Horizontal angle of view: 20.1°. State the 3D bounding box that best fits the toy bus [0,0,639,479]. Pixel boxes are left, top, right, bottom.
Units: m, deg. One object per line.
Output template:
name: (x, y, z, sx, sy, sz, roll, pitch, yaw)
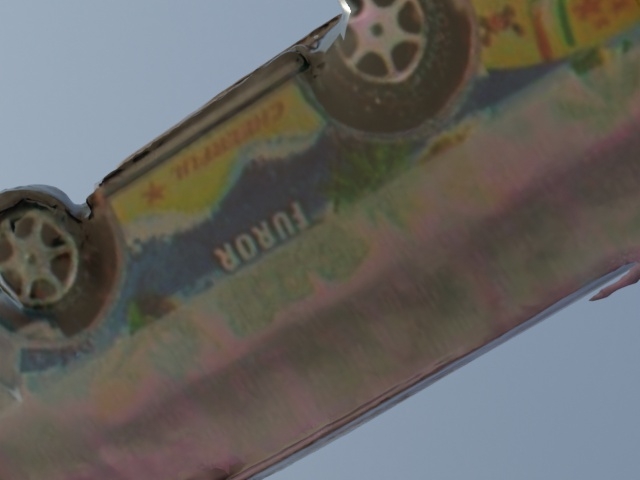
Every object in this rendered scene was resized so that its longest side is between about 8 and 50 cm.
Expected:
toy bus: (0.000, 0.000, 0.619, 0.317, 0.112, 0.138, -33, -97, 25)
